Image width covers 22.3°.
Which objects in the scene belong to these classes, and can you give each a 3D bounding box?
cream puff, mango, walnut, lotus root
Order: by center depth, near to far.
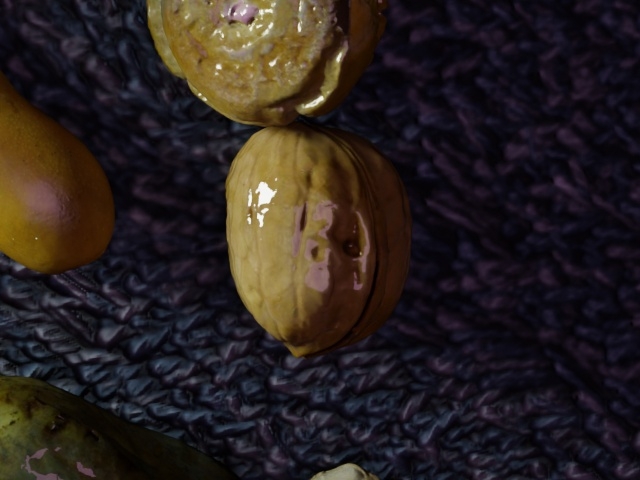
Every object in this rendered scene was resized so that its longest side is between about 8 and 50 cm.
[{"bbox_3d":[-0.036,-0.179,1.178,0.189,0.129,0.189,4,106,14],"label":"cream puff"},{"bbox_3d":[-0.226,-0.055,1.193,0.102,0.085,0.184,-39,99,-2],"label":"mango"},{"bbox_3d":[-0.162,0.207,1.215,0.275,0.160,0.152,28,84,-14],"label":"lotus root"},{"bbox_3d":[0.000,0.000,1.217,0.144,0.144,0.180,1,93,-10],"label":"walnut"}]

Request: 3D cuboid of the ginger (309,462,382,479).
[{"bbox_3d":[0.070,0.234,1.305,0.190,0.069,0.095,9,77,-11],"label":"ginger"}]
